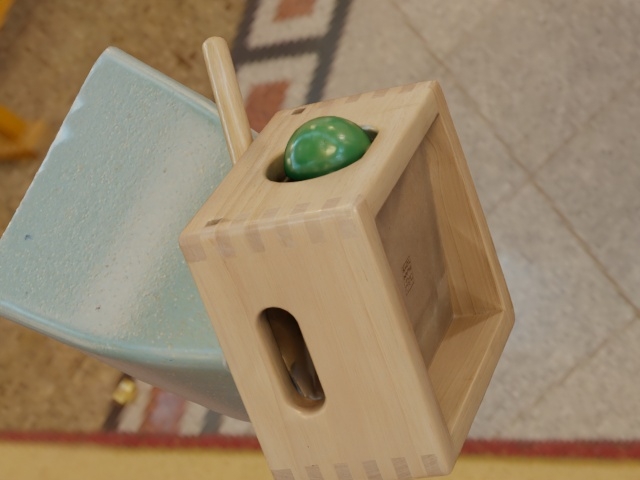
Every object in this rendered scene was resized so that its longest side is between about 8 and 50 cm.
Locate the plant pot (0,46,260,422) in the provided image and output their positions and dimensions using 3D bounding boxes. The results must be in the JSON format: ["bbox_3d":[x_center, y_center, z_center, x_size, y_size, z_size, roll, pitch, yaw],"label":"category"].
[{"bbox_3d":[-0.082,0.023,1.452,0.252,0.247,0.248,24,85,42],"label":"plant pot"}]

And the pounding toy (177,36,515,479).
[{"bbox_3d":[0.000,0.000,0.662,0.100,0.141,0.130,-10,25,25],"label":"pounding toy"}]
